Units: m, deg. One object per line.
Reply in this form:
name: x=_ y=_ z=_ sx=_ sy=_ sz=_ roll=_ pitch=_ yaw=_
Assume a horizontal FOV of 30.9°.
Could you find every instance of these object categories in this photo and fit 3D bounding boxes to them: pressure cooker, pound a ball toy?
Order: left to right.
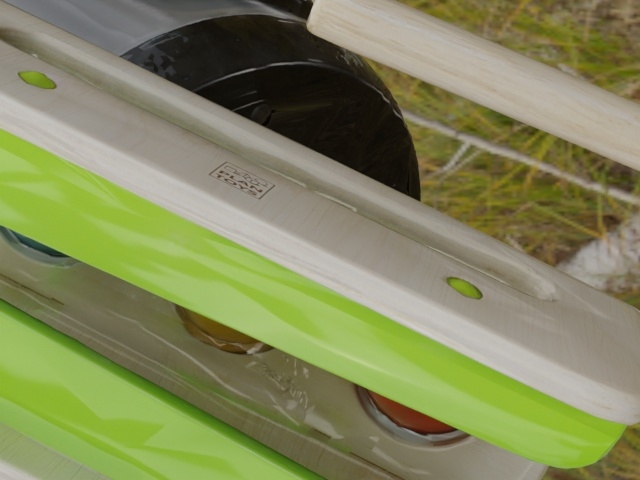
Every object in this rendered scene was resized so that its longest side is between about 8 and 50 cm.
pressure cooker: x=-0.190 y=-0.047 z=0.820 sx=0.420 sy=0.375 sz=0.370 roll=35 pitch=152 yaw=38
pound a ball toy: x=0.000 y=0.000 z=0.392 sx=0.136 sy=0.319 sz=0.208 roll=-55 pitch=-11 yaw=-71
